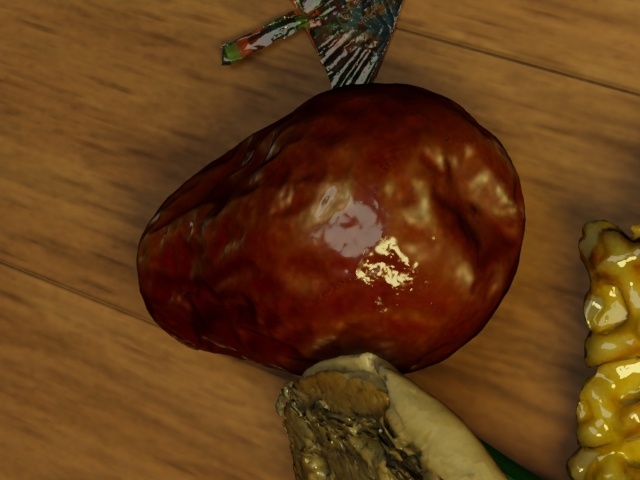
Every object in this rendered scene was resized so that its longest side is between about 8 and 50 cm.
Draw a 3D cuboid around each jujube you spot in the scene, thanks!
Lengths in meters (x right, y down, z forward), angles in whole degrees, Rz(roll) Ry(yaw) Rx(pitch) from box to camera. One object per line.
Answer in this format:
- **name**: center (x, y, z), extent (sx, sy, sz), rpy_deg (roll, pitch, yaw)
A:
- **jujube**: center (0.000, 0.000, 0.993), extent (0.255, 0.190, 0.190), rpy_deg (-9, 74, 34)

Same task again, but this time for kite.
- **kite**: center (-0.001, -0.163, 1.124), extent (0.160, 0.010, 0.183), rpy_deg (-27, 71, 13)

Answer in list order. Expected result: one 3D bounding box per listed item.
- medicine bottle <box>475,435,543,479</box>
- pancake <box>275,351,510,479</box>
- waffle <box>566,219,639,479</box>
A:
- **medicine bottle**: center (0.155, 0.193, 0.885), extent (0.309, 0.111, 0.076), rpy_deg (31, 89, 46)
- **pancake**: center (0.069, 0.181, 0.884), extent (0.049, 0.282, 0.282), rpy_deg (-31, 62, -21)
- **waffle**: center (0.286, 0.084, 0.876), extent (0.329, 0.062, 0.329), rpy_deg (1, 93, 29)
